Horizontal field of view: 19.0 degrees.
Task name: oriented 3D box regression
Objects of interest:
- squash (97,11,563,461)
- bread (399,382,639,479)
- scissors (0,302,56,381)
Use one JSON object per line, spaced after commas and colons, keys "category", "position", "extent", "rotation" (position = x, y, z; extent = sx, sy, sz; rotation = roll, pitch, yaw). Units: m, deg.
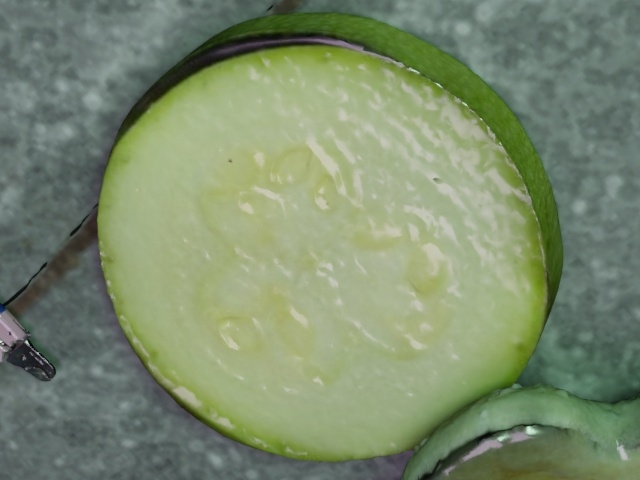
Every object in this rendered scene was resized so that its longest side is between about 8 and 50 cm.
{"category": "squash", "position": [0.000, 0.000, 1.026], "extent": [0.252, 0.049, 0.252], "rotation": [7, 116, 14]}
{"category": "bread", "position": [0.158, 0.132, 1.020], "extent": [0.232, 0.064, 0.172], "rotation": [-9, 132, 3]}
{"category": "scissors", "position": [-0.199, 0.044, 1.112], "extent": [0.113, 0.012, 0.039], "rotation": [39, 118, -7]}
